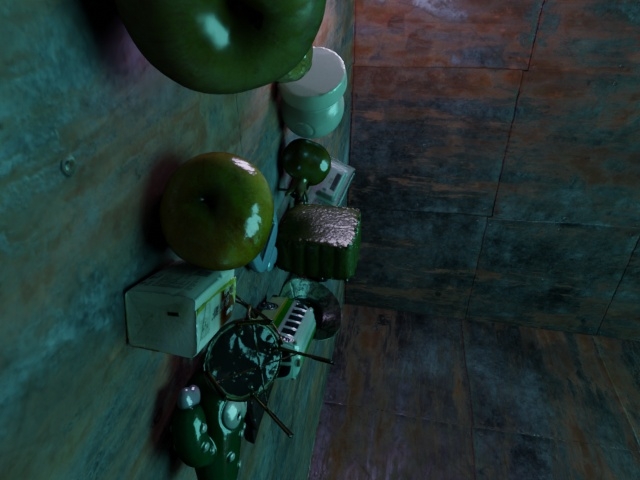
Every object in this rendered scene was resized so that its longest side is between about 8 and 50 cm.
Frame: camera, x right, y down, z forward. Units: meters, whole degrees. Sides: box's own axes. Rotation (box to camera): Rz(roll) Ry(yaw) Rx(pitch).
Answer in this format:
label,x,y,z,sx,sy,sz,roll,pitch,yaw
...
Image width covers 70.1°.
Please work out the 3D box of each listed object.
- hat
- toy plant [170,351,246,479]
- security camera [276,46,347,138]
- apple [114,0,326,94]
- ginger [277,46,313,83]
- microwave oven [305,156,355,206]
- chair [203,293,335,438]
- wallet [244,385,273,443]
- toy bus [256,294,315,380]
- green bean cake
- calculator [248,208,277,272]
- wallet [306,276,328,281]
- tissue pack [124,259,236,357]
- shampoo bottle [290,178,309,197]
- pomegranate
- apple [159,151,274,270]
label,x,y,z,sx,sy,sz,roll,pitch,yaw
hat,-0.058,0.266,1.589,0.128,0.266,0.265,-53,-170,33
toy plant,-0.196,0.322,0.843,0.232,0.113,0.243,-78,160,-64
security camera,-0.018,-0.398,1.293,0.236,0.195,0.194,81,17,-67
apple,-0.120,-0.318,0.542,0.256,0.257,0.233,81,-14,-59
ginger,-0.092,-0.418,0.976,0.138,0.152,0.267,-56,180,9
microwave oven,0.027,-0.178,1.666,0.208,0.123,0.162,-65,-177,-7
chair,-0.126,0.199,0.802,0.326,0.160,0.170,-1,-126,60
wallet,-0.173,0.425,1.300,0.229,0.049,0.181,-70,161,-63
toy bus,-0.106,0.259,1.235,0.276,0.165,0.133,-55,151,-71
green bean cake,0.000,0.000,1.455,0.246,0.250,0.156,-74,166,-54
calculator,-0.152,-0.029,1.141,0.302,0.042,0.188,84,13,-51
wallet,0.008,0.061,1.814,0.406,0.062,0.228,135,-31,-81
tissue pack,-0.203,0.096,0.685,0.148,0.106,0.099,-53,148,-72
shampoo bottle,-0.059,-0.203,1.539,0.236,0.067,0.068,-68,162,-59
pomegranate,-0.050,-0.205,1.365,0.131,0.152,0.190,-5,-109,59
apple,-0.154,-0.043,0.698,0.155,0.183,0.182,92,6,-79
